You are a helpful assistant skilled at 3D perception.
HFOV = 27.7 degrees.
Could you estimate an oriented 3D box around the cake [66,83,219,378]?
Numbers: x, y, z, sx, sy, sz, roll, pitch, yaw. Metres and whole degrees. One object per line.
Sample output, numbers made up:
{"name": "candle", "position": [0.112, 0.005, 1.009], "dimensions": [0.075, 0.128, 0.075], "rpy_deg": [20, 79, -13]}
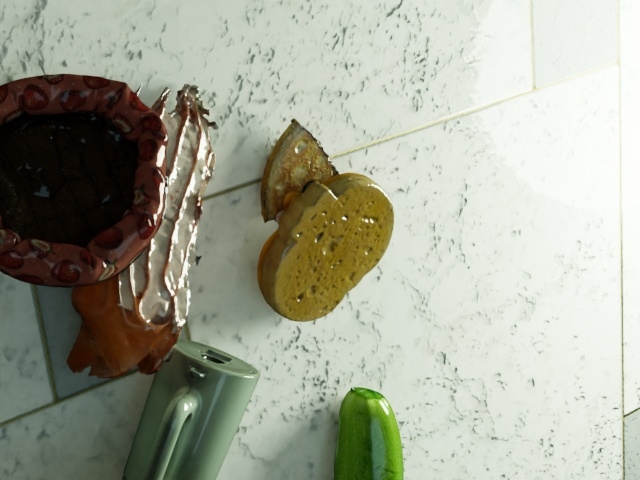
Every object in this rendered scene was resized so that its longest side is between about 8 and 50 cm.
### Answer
{"name": "cake", "position": [-0.153, -0.010, 1.187], "dimensions": [0.098, 0.135, 0.287], "rpy_deg": [15, 84, -25]}

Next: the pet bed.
{"name": "pet bed", "position": [-0.220, -0.053, 1.098], "dimensions": [0.201, 0.053, 0.201], "rpy_deg": [6, 71, -17]}

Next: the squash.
{"name": "squash", "position": [0.051, 0.304, 1.459], "dimensions": [0.082, 0.082, 0.292], "rpy_deg": [-7, 108, -37]}

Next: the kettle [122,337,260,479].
{"name": "kettle", "position": [-0.126, 0.182, 1.257], "dimensions": [0.098, 0.127, 0.148], "rpy_deg": [20, 93, -23]}

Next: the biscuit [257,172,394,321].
{"name": "biscuit", "position": [-0.002, -0.002, 1.331], "dimensions": [0.170, 0.050, 0.170], "rpy_deg": [-27, 137, -29]}

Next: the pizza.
{"name": "pizza", "position": [-0.031, -0.061, 1.320], "dimensions": [0.099, 0.029, 0.100], "rpy_deg": [-49, 126, -6]}
